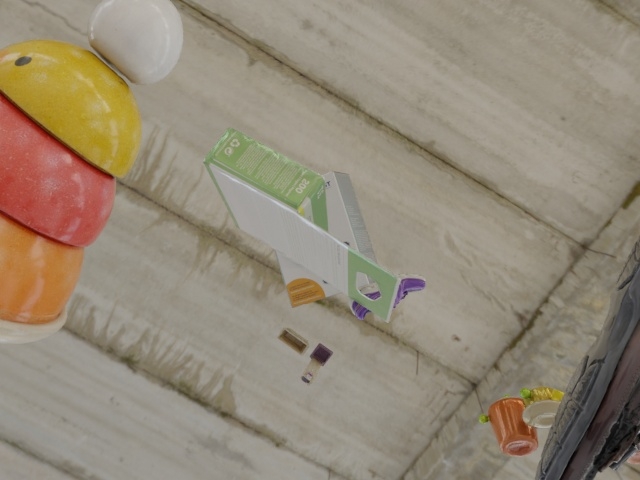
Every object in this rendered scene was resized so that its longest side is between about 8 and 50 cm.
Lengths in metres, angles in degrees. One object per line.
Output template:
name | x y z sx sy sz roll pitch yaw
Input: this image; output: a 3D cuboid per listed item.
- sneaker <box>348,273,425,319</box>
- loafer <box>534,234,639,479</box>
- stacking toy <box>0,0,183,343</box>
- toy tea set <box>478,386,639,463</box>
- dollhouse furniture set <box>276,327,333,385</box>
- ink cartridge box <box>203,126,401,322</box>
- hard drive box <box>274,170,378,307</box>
sneaker | 0.146 0.123 1.105 0.170 0.068 0.071 -21 -115 -4
loafer | 0.292 0.119 0.475 0.095 0.109 0.302 24 -84 21
stacking toy | -0.363 -0.141 0.693 0.350 0.350 0.480 39 -95 -8
toy tea set | 0.505 0.374 1.081 0.336 0.124 0.200 23 -54 -13
dollhouse furniture set | -0.052 0.241 1.047 0.114 0.081 0.091 36 -64 2
ink cartridge box | -0.007 -0.011 0.585 0.235 0.171 0.056 29 -108 14
hard drive box | 0.000 0.000 1.073 0.181 0.089 0.232 -21 -97 25
